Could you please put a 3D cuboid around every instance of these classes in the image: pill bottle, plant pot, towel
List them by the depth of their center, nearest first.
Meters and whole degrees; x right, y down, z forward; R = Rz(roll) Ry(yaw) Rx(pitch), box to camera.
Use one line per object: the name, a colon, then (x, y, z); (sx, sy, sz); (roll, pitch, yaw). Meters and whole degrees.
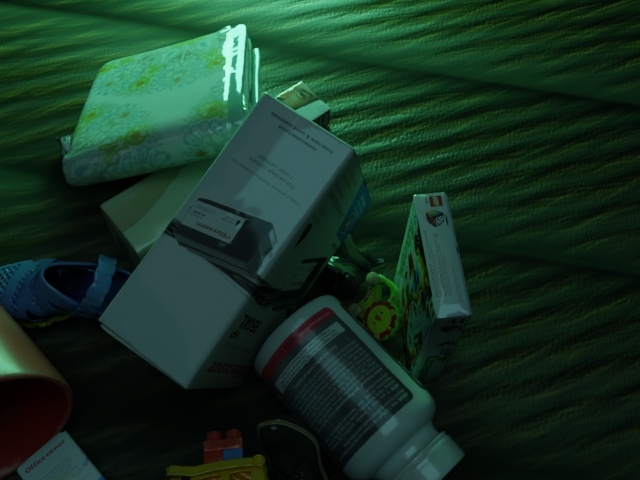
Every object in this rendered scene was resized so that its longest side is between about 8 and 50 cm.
plant pot: (-0.542, 0.203, 1.075); (0.275, 0.275, 0.243); (-30, 58, -17)
pill bottle: (0.061, 0.250, 1.113); (0.176, 0.176, 0.318); (-38, 70, -20)
towel: (-0.268, -0.245, 1.309); (0.321, 0.090, 0.374); (-14, 39, 9)

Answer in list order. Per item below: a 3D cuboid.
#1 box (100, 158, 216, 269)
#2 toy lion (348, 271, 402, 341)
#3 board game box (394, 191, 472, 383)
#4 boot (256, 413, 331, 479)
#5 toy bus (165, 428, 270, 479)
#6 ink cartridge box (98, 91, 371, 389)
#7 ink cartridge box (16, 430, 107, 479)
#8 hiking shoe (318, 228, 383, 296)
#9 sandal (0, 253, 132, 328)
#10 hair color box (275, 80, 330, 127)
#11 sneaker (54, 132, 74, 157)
box: (-0.209, -0.068, 1.284); (0.311, 0.148, 0.121); (-35, 68, -20)
toy lion: (0.101, 0.116, 1.233); (0.096, 0.034, 0.100); (32, 97, 38)
board game box: (0.165, 0.086, 1.131); (0.053, 0.305, 0.192); (-5, 62, -3)
boot: (-0.035, 0.350, 1.027); (0.077, 0.197, 0.137); (-17, 38, 19)
toy bus: (-0.168, 0.384, 1.059); (0.220, 0.149, 0.211); (-8, 50, -4)
ink cartridge box: (-0.108, 0.022, 1.104); (0.166, 0.285, 0.394); (34, 85, 14)
ink cartridge box: (-0.381, 0.364, 1.099); (0.088, 0.052, 0.122); (-40, 72, -21)
hiking shoe: (0.000, 0.000, 1.306); (0.227, 0.086, 0.114); (41, 52, 13)
sandal: (-0.418, 0.072, 1.187); (0.318, 0.138, 0.126); (-1, 63, 13)
hair color box: (-0.074, -0.229, 1.427); (0.167, 0.053, 0.093); (-36, 69, -21)
sneaker: (-0.474, -0.198, 1.396); (0.069, 0.038, 0.098); (8, 62, 0)
